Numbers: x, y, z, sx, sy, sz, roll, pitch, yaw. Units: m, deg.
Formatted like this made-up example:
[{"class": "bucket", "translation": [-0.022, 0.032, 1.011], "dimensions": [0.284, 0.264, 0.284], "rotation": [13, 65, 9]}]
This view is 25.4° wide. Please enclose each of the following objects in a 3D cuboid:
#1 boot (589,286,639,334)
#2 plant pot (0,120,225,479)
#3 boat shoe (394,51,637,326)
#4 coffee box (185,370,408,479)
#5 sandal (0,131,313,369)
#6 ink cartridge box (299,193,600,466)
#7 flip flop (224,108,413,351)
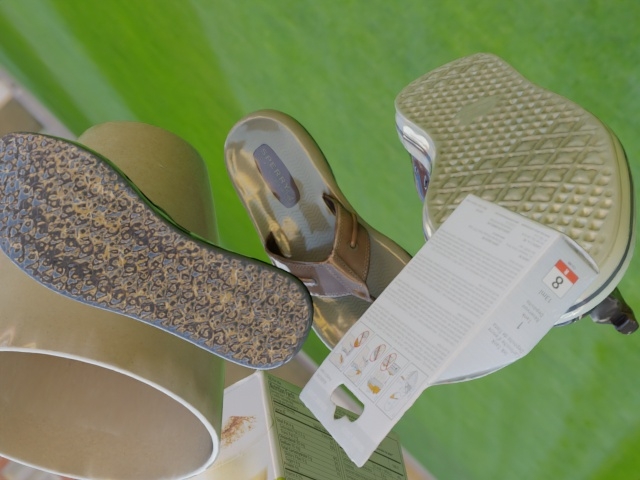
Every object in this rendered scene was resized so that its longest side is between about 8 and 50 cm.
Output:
[{"class": "boot", "translation": [0.313, 0.046, 1.626], "dimensions": [0.106, 0.037, 0.114], "rotation": [38, -156, -44]}, {"class": "plant pot", "translation": [-0.190, 0.039, 1.258], "dimensions": [0.256, 0.274, 0.256], "rotation": [7, 148, 4]}, {"class": "boat shoe", "translation": [0.179, -0.034, 1.298], "dimensions": [0.500, 0.186, 0.156], "rotation": [-108, -7, -68]}, {"class": "coffee box", "translation": [-0.082, 0.437, 2.032], "dimensions": [0.338, 0.337, 0.334], "rotation": [30, -142, -45]}, {"class": "sandal", "translation": [-0.125, 0.014, 0.991], "dimensions": [0.254, 0.097, 0.054], "rotation": [32, -178, 0]}, {"class": "ink cartridge box", "translation": [0.075, 0.059, 0.876], "dimensions": [0.045, 0.179, 0.145], "rotation": [39, 179, -19]}, {"class": "flip flop", "translation": [0.000, 0.000, 1.229], "dimensions": [0.277, 0.112, 0.080], "rotation": [57, -165, 14]}]
